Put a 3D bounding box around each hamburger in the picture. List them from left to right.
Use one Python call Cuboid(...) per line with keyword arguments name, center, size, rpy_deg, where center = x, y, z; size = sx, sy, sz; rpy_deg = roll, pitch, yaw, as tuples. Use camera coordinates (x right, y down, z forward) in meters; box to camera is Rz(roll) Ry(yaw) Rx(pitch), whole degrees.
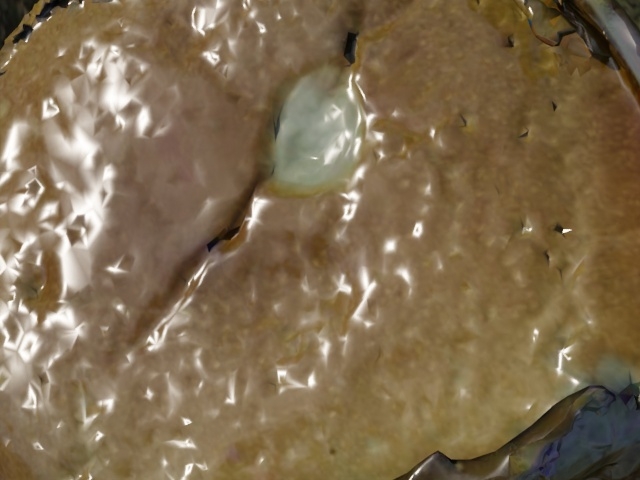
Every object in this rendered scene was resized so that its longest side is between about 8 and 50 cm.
Cuboid(name="hamburger", center=(0.000, 0.000, 0.619), size=(0.318, 0.277, 0.195), rpy_deg=(-15, 169, 19))
